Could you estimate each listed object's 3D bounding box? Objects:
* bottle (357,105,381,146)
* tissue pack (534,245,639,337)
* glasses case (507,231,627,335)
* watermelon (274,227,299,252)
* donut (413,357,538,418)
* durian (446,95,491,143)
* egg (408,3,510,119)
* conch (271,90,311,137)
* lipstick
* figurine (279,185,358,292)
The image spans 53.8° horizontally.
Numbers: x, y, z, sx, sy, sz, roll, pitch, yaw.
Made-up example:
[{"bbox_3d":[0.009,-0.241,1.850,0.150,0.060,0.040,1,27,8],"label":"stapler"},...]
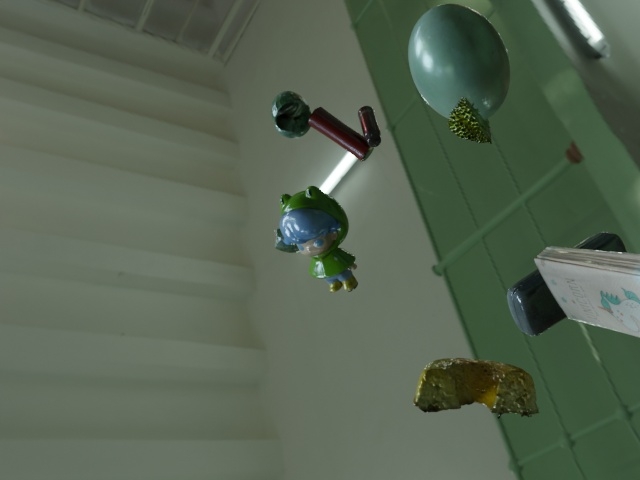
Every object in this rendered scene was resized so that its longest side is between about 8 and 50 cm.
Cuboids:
[{"bbox_3d":[0.160,-0.365,2.038,0.060,0.060,0.164,18,-140,-26],"label":"bottle"},{"bbox_3d":[0.556,0.098,1.204,0.071,0.325,0.170,-38,-80,-9],"label":"tissue pack"},{"bbox_3d":[0.604,0.101,1.531,0.323,0.074,0.131,-29,-72,-12],"label":"glasses case"},{"bbox_3d":[-0.077,-0.017,1.601,0.085,0.092,0.072,0,-135,-29],"label":"watermelon"},{"bbox_3d":[0.313,0.306,1.339,0.259,0.152,0.101,1,-88,-3],"label":"donut"},{"bbox_3d":[0.390,-0.320,1.665,0.100,0.086,0.215,18,-144,-20],"label":"durian"},{"bbox_3d":[0.412,-0.516,1.870,0.389,0.276,0.276,47,-147,-34],"label":"egg"},{"bbox_3d":[-0.107,-0.434,2.189,0.122,0.188,0.176,20,-129,25],"label":"conch"},{"bbox_3d":[0.071,-0.363,2.150,0.241,0.080,0.080,35,-141,11],"label":"lipstick"},{"bbox_3d":[0.000,0.000,1.461,0.143,0.162,0.263,-45,-66,-43],"label":"figurine"}]
